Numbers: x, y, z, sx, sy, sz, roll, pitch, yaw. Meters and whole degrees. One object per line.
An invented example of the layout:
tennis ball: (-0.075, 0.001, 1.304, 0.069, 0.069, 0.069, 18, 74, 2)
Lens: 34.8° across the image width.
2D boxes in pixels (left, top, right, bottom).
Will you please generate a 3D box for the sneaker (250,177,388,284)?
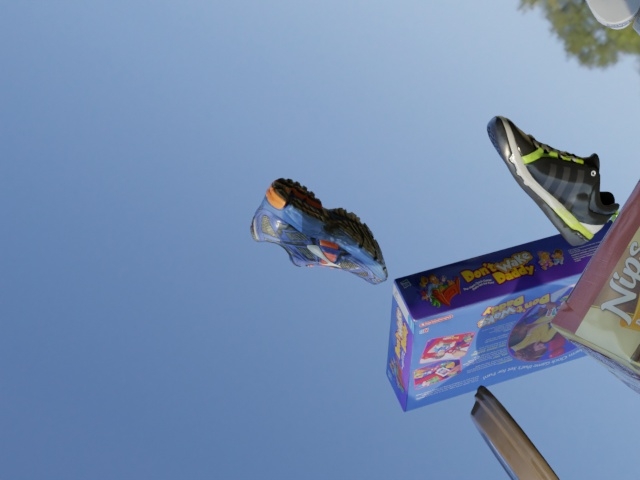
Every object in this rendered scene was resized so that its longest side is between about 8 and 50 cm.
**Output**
sneaker: (0.000, 0.000, 1.326, 0.221, 0.087, 0.083, 32, -152, -29)

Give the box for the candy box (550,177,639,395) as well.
candy box: (0.340, 0.069, 0.819, 0.316, 0.183, 0.087, 35, 175, -37)

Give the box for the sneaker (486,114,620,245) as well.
sneaker: (0.301, -0.092, 1.295, 0.235, 0.097, 0.084, 43, -164, -31)

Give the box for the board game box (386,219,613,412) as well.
board game box: (0.274, 0.112, 1.490, 0.347, 0.233, 0.078, -15, -129, -13)

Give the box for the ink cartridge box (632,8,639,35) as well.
ink cartridge box: (0.465, -0.322, 1.222, 0.086, 0.203, 0.148, 17, -154, -3)

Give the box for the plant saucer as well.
plant saucer: (0.275, 0.310, 1.314, 0.278, 0.041, 0.278, 56, 179, 1)

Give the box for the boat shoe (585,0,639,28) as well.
boat shoe: (0.355, -0.400, 1.347, 0.084, 0.095, 0.258, -3, -100, -74)
